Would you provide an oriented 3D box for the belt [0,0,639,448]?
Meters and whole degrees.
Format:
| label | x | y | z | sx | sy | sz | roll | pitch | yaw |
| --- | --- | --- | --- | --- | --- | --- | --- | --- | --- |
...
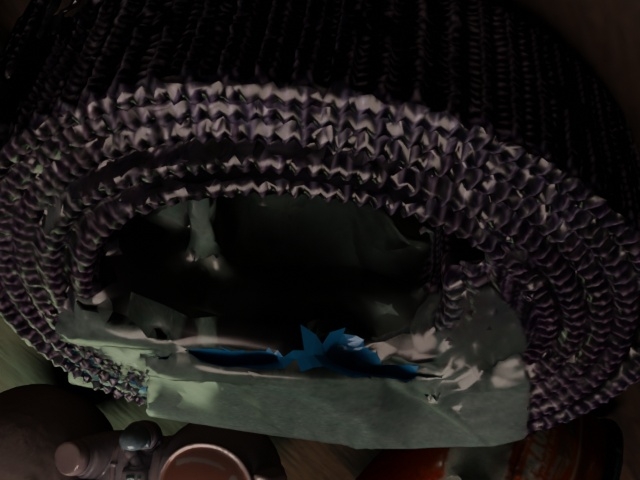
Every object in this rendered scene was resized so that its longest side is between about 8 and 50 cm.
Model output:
| label | x | y | z | sx | sy | sz | roll | pitch | yaw |
| --- | --- | --- | --- | --- | --- | --- | --- | --- | --- |
| belt | 0.000 | 0.000 | 0.421 | 0.324 | 0.122 | 0.260 | 9 | 138 | -4 |

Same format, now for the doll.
| label | x | y | z | sx | sy | sz | roll | pitch | yaw |
| --- | --- | --- | --- | --- | --- | --- | --- | --- | --- |
| doll | -0.163 | 0.194 | 0.723 | 0.287 | 0.151 | 0.151 | -1 | 137 | 14 |

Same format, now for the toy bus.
| label | x | y | z | sx | sy | sz | roll | pitch | yaw |
| --- | --- | --- | --- | --- | --- | --- | --- | --- | --- |
| toy bus | 0.096 | 0.191 | 0.621 | 0.119 | 0.121 | 0.265 | 32 | 140 | 0 |
